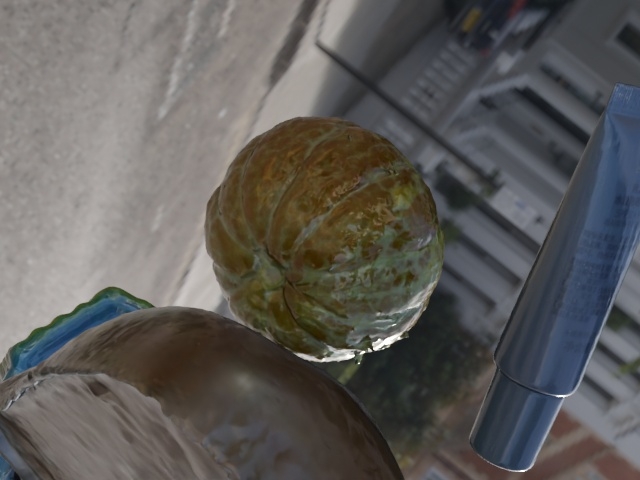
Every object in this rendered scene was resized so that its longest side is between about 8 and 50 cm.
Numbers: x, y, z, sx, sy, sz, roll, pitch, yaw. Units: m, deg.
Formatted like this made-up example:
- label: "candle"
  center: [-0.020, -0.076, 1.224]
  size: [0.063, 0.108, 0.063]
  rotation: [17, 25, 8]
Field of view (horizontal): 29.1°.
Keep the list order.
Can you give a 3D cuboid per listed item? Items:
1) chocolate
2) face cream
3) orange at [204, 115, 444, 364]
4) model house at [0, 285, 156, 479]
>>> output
- label: "chocolate"
  center: [-0.050, 0.090, 0.521]
  size: [0.080, 0.157, 0.254]
  rotation: [-47, -171, -27]
- label: "face cream"
  center: [0.238, 0.038, 1.156]
  size: [0.135, 0.086, 0.385]
  rotation: [1, 115, -45]
- label: "orange"
  center: [0.000, 0.000, 1.604]
  size: [0.249, 0.329, 0.329]
  rotation: [-35, 166, -51]
- label: "model house"
  center: [-0.259, 0.191, 1.293]
  size: [0.303, 0.215, 0.237]
  rotation: [-68, -168, -22]
